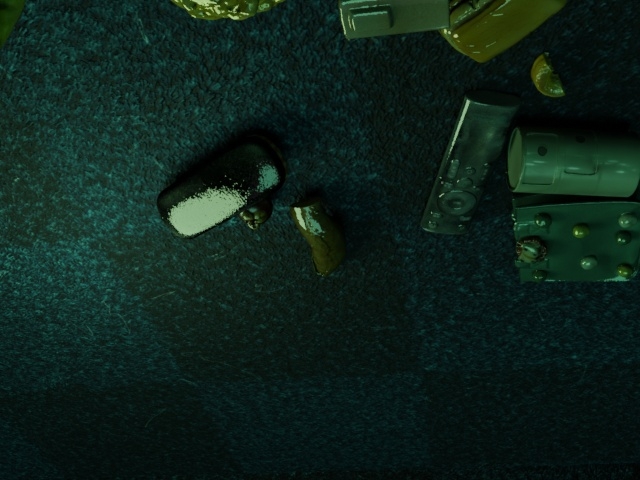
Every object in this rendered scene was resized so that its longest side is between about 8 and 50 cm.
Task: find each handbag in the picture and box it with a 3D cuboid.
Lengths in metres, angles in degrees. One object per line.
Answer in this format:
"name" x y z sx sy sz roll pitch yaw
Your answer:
"handbag" 0.546 -0.004 1.764 0.274 0.100 0.269 -6 142 10

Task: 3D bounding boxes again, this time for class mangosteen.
"mangosteen" -0.140 -0.065 1.749 0.081 0.081 0.081 2 142 1

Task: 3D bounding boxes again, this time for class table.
"table" 0.469 -0.147 1.564 0.220 0.126 0.126 4 142 -1

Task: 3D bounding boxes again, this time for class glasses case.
"glasses case" -0.201 -0.103 1.678 0.321 0.082 0.122 -27 101 33

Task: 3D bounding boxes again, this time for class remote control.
"remote control" 0.289 -0.142 1.652 0.107 0.044 0.377 9 141 -2

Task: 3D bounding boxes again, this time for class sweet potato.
"sweet potato" 0.004 -0.005 1.826 0.112 0.085 0.286 29 161 23

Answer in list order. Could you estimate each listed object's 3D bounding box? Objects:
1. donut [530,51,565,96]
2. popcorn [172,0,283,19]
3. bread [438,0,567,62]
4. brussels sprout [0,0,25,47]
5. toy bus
"donut" 0.402 -0.286 1.463 0.067 0.038 0.083 6 144 2
"popcorn" -0.132 -0.431 1.202 0.250 0.190 0.250 7 133 8
"bread" 0.286 -0.367 1.343 0.116 0.077 0.200 23 139 -36
"brussels sprout" -0.608 -0.382 1.171 0.342 0.425 0.361 34 -178 29
"toy bus" 0.112 -0.377 1.312 0.182 0.103 0.091 -4 141 9
